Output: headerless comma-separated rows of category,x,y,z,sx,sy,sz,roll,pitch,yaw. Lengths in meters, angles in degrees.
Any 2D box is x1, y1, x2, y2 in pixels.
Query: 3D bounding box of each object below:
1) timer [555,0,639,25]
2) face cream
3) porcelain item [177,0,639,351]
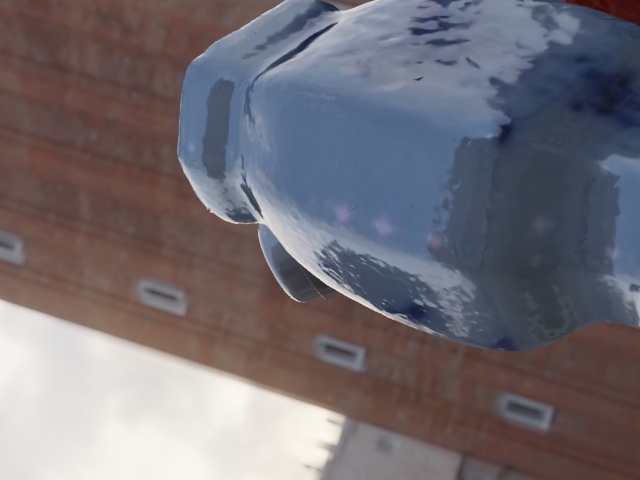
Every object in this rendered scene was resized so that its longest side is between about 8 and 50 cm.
timer,0.384,-0.344,2.209,0.378,0.378,0.279,-63,2,-35
face cream,0.000,0.000,1.871,0.117,0.104,0.117,57,-166,-23
porcelain item,0.109,-0.048,1.202,0.242,0.405,0.178,-38,-49,-41
